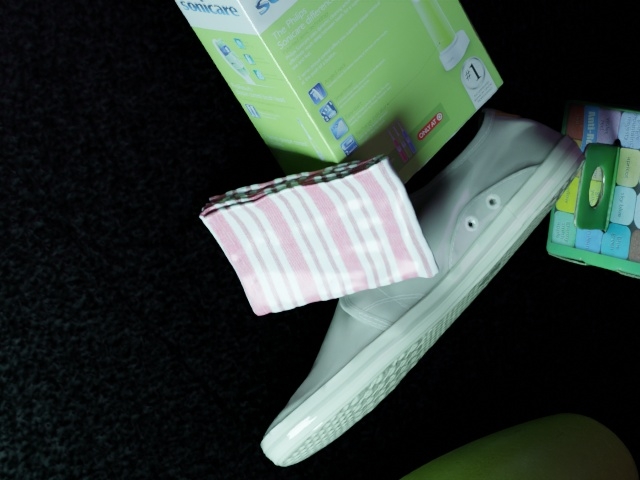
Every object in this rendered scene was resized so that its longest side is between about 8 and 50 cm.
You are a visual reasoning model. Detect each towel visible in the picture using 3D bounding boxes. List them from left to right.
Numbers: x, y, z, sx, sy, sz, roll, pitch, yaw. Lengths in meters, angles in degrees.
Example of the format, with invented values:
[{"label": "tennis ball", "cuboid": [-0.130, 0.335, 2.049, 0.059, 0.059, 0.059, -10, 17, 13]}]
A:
[{"label": "towel", "cuboid": [0.000, 0.000, 1.772, 0.029, 0.197, 0.144, -77, 146, -49]}]

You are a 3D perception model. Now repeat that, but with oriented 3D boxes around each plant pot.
[{"label": "plant pot", "cuboid": [0.208, 0.309, 1.963, 0.293, 0.274, 0.275, -36, 120, -44]}]

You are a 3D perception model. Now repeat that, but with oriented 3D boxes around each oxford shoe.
[{"label": "oxford shoe", "cuboid": [0.083, 0.040, 1.883, 0.130, 0.169, 0.449, 40, 79, 7]}]

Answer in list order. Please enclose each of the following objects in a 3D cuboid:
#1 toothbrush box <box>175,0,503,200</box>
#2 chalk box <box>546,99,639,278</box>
[{"label": "toothbrush box", "cuboid": [0.016, -0.198, 1.776, 0.206, 0.122, 0.283, -46, 124, -21]}, {"label": "chalk box", "cuboid": [0.370, -0.053, 2.047, 0.289, 0.179, 0.180, 4, 97, -37]}]
